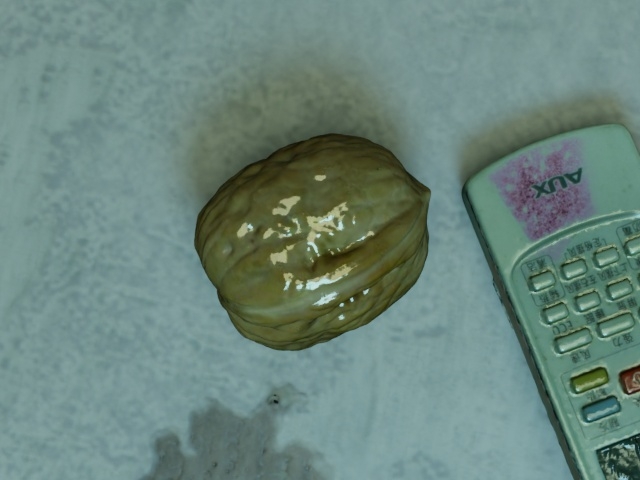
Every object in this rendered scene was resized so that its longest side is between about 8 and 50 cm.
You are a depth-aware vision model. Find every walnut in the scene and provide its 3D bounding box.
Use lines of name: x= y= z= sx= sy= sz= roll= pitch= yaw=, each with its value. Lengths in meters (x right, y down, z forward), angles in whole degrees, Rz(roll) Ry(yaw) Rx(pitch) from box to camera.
walnut: x=0.000 y=0.000 z=1.209 sx=0.184 sy=0.155 sz=0.155 roll=-28 pitch=96 yaw=0

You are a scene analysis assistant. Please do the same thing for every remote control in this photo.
remote control: x=0.231 y=0.082 z=1.226 sx=0.145 sy=0.050 sz=0.344 roll=-21 pitch=81 yaw=-2
